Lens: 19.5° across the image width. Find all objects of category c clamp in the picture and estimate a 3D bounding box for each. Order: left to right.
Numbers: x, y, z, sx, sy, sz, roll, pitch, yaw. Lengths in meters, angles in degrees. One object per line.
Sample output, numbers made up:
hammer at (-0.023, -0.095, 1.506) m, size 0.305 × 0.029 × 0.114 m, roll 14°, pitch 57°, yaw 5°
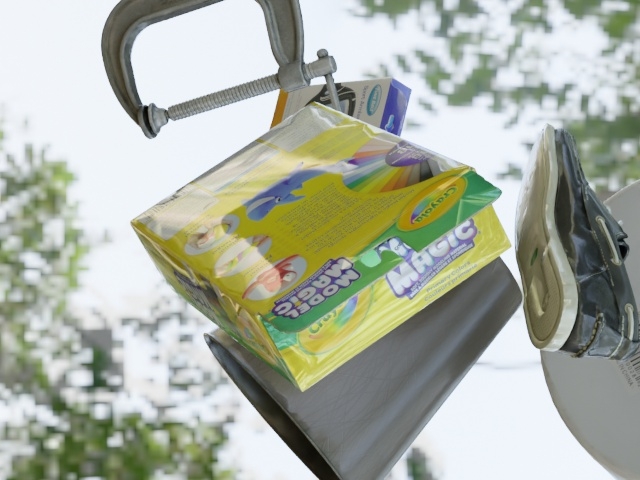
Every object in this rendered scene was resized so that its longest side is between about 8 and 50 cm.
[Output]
c clamp at (-0.065, -0.108, 1.172) m, size 0.022 × 0.161 × 0.137 m, roll 4°, pitch 77°, yaw -69°

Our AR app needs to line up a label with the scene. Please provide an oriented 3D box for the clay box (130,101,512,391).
clay box at (0.000, 0.000, 0.933) m, size 0.053 × 0.127 × 0.222 m, roll 62°, pitch -13°, yaw -25°

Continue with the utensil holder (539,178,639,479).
utensil holder at (0.404, 0.126, 1.752) m, size 0.385 × 0.328 × 0.327 m, roll 39°, pitch 39°, yaw -62°

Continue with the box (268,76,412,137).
box at (0.015, -0.078, 1.400) m, size 0.136 × 0.028 × 0.081 m, roll 1°, pitch -109°, yaw 43°

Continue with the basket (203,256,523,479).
basket at (0.048, 0.081, 1.594) m, size 0.204 × 0.227 × 0.154 m, roll 50°, pitch -11°, yaw -14°

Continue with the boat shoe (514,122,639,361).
boat shoe at (0.197, 0.001, 1.446) m, size 0.233 × 0.079 × 0.084 m, roll -92°, pitch -163°, yaw -46°
